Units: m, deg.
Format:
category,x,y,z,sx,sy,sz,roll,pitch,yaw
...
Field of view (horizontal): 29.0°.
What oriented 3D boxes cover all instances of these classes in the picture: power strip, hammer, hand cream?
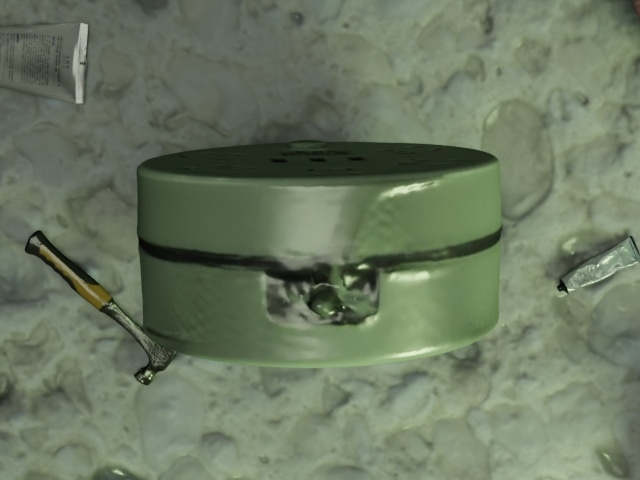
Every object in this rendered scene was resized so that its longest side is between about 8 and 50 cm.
category,x,y,z,sx,sy,sz,roll,pitch,yaw
power strip,0.000,0.000,1.125,0.357,0.357,0.161,0,100,4
hammer,-0.231,0.061,1.317,0.201,0.021,0.078,43,98,-3
hand cream,0.287,0.028,1.285,0.093,0.019,0.030,-27,93,0
hand cream,-0.315,-0.189,1.283,0.142,0.053,0.084,3,99,-12

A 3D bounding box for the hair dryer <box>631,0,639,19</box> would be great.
category,x,y,z,sx,sy,sz,roll,pitch,yaw
hair dryer,0.282,-0.268,1.184,0.352,0.210,0.125,36,98,23
